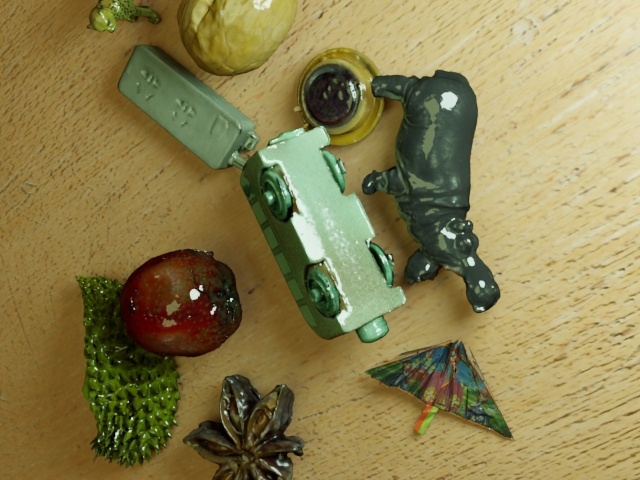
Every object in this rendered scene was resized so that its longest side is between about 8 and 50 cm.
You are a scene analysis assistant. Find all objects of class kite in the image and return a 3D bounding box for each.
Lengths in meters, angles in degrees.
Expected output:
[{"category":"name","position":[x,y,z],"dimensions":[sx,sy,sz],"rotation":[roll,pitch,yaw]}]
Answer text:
[{"category":"kite","position":[0.184,0.223,1.251],"dimensions":[0.241,0.014,0.183],"rotation":[26,119,8]}]

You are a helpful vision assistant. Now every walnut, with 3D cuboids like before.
[{"category":"walnut","position":[-0.118,-0.333,1.240],"dimensions":[0.159,0.159,0.206],"rotation":[48,116,11]}]

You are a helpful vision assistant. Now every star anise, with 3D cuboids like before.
[{"category":"star anise","position":[-0.120,0.325,1.393],"dimensions":[0.220,0.099,0.214],"rotation":[-15,79,31]}]

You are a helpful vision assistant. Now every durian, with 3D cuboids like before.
[{"category":"durian","position":[-0.343,0.237,1.491],"dimensions":[0.169,0.158,0.355],"rotation":[12,106,60]}]

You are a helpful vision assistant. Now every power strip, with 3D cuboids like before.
[{"category":"power strip","position":[-0.197,-0.199,1.356],"dimensions":[0.288,0.053,0.093],"rotation":[39,112,15]}]

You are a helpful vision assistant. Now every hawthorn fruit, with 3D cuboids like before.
[{"category":"hawthorn fruit","position":[-0.241,0.111,1.361],"dimensions":[0.235,0.181,0.181],"rotation":[-19,91,27]}]

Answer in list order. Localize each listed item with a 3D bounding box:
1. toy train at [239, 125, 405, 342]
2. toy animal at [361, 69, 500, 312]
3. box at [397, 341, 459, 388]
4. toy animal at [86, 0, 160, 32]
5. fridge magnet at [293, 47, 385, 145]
[{"category":"toy train","position":[0.000,0.000,1.234],"dimensions":[0.326,0.129,0.159],"rotation":[64,157,2]},{"category":"toy animal","position":[0.153,-0.065,1.187],"dimensions":[0.168,0.106,0.343],"rotation":[-5,99,29]},{"category":"box","position":[0.162,0.186,1.271],"dimensions":[0.083,0.024,0.053],"rotation":[-19,92,28]},{"category":"toy animal","position":[-0.295,-0.410,1.317],"dimensions":[0.073,0.136,0.181],"rotation":[28,109,18]},{"category":"fridge magnet","position":[0.027,-0.209,1.243],"dimensions":[0.143,0.063,0.143],"rotation":[5,100,28]}]
